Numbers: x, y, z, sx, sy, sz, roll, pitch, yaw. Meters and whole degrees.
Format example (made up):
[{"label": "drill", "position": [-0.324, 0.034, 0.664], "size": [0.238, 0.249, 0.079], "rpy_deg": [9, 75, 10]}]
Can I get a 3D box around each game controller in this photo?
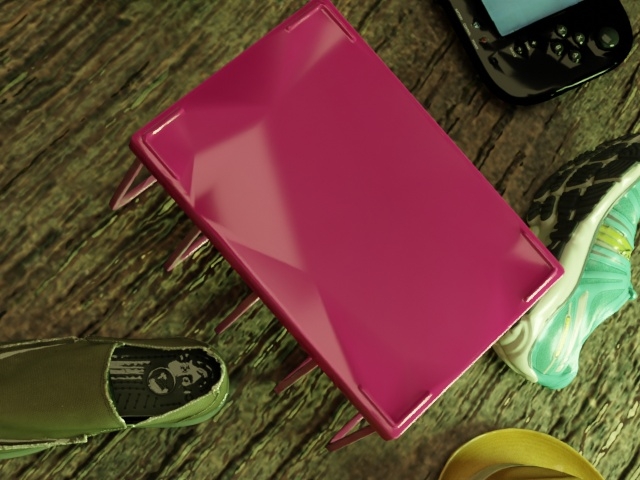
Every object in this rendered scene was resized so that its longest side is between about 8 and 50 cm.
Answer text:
[{"label": "game controller", "position": [0.171, -0.285, 1.331], "size": [0.166, 0.067, 0.319], "rpy_deg": [-24, 82, -25]}]

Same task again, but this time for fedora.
[{"label": "fedora", "position": [0.189, 0.245, 1.162], "size": [0.194, 0.079, 0.194], "rpy_deg": [6, 71, -18]}]

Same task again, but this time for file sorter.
[{"label": "file sorter", "position": [0.000, 0.000, 1.112], "size": [0.202, 0.182, 0.290], "rpy_deg": [-41, 89, -25]}]

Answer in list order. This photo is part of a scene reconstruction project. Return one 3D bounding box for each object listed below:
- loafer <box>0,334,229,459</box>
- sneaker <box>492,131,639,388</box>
[{"label": "loafer", "position": [-0.185, 0.109, 1.061], "size": [0.251, 0.087, 0.094], "rpy_deg": [-7, 76, -22]}, {"label": "sneaker", "position": [0.243, 0.012, 1.262], "size": [0.110, 0.107, 0.275], "rpy_deg": [45, 67, -24]}]
